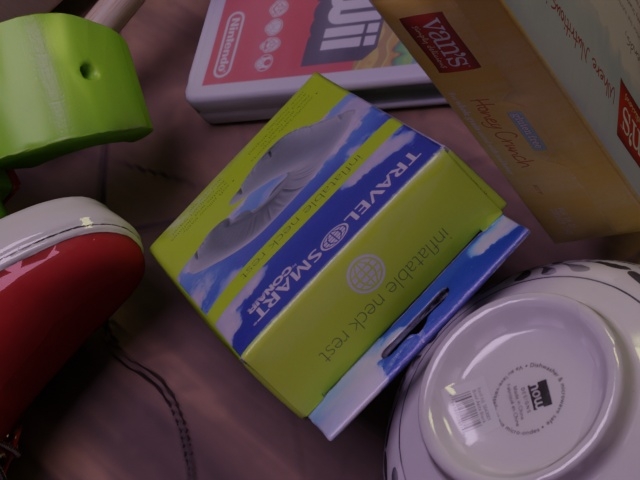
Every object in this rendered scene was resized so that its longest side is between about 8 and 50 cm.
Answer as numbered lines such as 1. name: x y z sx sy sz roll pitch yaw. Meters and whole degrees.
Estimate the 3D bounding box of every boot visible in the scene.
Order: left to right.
1. boot: -0.143 0.109 0.788 0.244 0.088 0.176 -41 56 5

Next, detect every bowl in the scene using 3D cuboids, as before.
1. bowl: 0.084 0.067 0.671 0.170 0.080 0.170 -15 54 22

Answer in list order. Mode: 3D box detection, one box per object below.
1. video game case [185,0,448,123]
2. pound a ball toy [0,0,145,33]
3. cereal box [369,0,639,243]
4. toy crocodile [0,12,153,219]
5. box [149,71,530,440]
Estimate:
1. video game case: 0.085 -0.152 0.842 0.285 0.025 0.204 -3 61 30
2. pound a ball toy: -0.186 -0.146 0.912 0.319 0.136 0.208 -41 46 9
3. cereal box: 0.082 -0.142 0.707 0.047 0.173 0.240 -8 58 27
4. toy crocodile: -0.224 0.006 0.874 0.340 0.105 0.115 -38 70 21
5. box: 0.000 0.000 0.742 0.109 0.042 0.178 -47 23 -2
